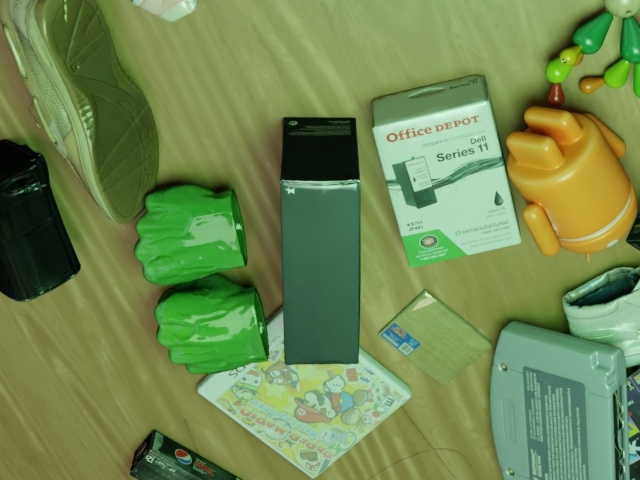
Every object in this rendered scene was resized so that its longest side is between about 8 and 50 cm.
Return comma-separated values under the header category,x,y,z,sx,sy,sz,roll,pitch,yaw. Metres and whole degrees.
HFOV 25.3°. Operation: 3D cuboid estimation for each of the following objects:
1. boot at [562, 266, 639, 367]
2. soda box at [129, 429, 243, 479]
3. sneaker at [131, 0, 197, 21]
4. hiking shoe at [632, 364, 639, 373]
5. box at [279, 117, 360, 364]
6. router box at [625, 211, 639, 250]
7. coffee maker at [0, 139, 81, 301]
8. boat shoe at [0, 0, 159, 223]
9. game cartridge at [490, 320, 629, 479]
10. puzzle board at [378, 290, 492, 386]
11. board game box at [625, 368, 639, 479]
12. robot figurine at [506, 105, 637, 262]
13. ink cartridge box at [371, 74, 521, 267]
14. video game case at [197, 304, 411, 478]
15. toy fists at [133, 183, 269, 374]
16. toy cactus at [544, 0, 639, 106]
category,x,y,z,sx,sy,sz,roll,pitch,yaw
boot,0.452,0.087,1.884,0.258,0.095,0.123,-19,123,13
soda box,-0.190,0.347,2.072,0.169,0.053,0.060,33,115,-15
sneaker,-0.163,-0.319,1.707,0.070,0.051,0.134,33,118,-17
hiking shoe,0.501,0.241,1.974,0.114,0.086,0.227,-10,118,10
box,0.000,0.000,1.801,0.103,0.184,0.261,1,119,2
router box,0.494,-0.012,1.821,0.179,0.046,0.133,31,79,-15
coffee maker,-0.385,-0.016,1.812,0.120,0.171,0.178,-19,120,-6
boat shoe,-0.297,-0.172,1.768,0.110,0.121,0.341,14,135,34
game cartridge,0.324,0.255,1.947,0.196,0.060,0.294,12,121,35
puzzle board,0.159,0.135,1.970,0.128,0.011,0.096,39,114,-17
board game box,0.425,0.264,1.933,0.141,0.048,0.170,55,145,10
robot figurine,0.316,-0.072,1.775,0.128,0.158,0.219,-21,129,23
ink cartridge box,0.159,-0.087,1.803,0.153,0.087,0.208,-13,117,8
video game case,-0.023,0.211,2.008,0.227,0.026,0.206,39,113,-18
toy fists,-0.160,0.052,1.885,0.142,0.096,0.279,-9,119,5
toy cactus,0.368,-0.250,1.709,0.219,0.112,0.180,-9,108,18
